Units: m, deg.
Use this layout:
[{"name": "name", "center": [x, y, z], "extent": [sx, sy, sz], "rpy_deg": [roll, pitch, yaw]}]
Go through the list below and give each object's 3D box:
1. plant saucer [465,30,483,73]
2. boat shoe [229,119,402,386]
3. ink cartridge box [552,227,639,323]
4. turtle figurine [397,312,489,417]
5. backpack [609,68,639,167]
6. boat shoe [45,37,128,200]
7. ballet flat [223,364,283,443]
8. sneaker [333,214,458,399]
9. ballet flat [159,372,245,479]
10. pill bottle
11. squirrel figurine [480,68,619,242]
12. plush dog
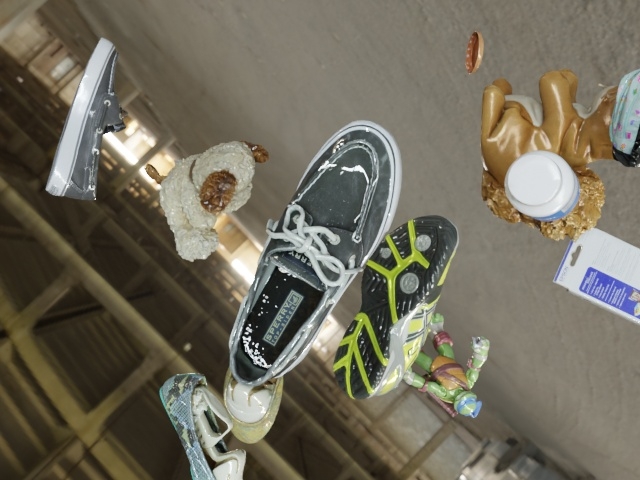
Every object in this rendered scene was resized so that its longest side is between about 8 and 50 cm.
[{"name": "plant saucer", "center": [0.312, -0.379, 1.439], "extent": [0.013, 0.083, 0.083], "rpy_deg": [4, 178, -5]}, {"name": "boat shoe", "center": [-0.013, 0.014, 0.748], "extent": [0.113, 0.306, 0.105], "rpy_deg": [34, -171, 7]}, {"name": "ink cartridge box", "center": [0.721, 0.092, 1.718], "extent": [0.333, 0.165, 0.065], "rpy_deg": [26, 178, -7]}, {"name": "turtle figurine", "center": [0.268, 0.249, 1.621], "extent": [0.275, 0.198, 0.266], "rpy_deg": [39, -171, -32]}, {"name": "backpack", "center": [0.646, -0.246, 1.405], "extent": [0.115, 0.152, 0.181], "rpy_deg": [39, 136, 52]}, {"name": "boat shoe", "center": [-0.303, -0.161, 0.972], "extent": [0.076, 0.228, 0.080], "rpy_deg": [19, 162, -24]}, {"name": "ballet flat", "center": [-0.122, 0.242, 1.359], "extent": [0.123, 0.348, 0.123], "rpy_deg": [17, -168, -4]}, {"name": "sneaker", "center": [0.156, 0.125, 1.378], "extent": [0.145, 0.384, 0.147], "rpy_deg": [36, -164, 35]}, {"name": "ballet flat", "center": [-0.124, 0.240, 0.826], "extent": [0.188, 0.070, 0.070], "rpy_deg": [65, 174, -2]}, {"name": "pill bottle", "center": [0.416, -0.103, 1.345], "extent": [0.124, 0.124, 0.221], "rpy_deg": [43, -165, 21]}, {"name": "squirrel figurine", "center": [0.571, -0.201, 1.671], "extent": [0.371, 0.396, 0.281], "rpy_deg": [4, -171, 17]}, {"name": "plush dog", "center": [-0.219, -0.122, 1.439], "extent": [0.225, 0.262, 0.210], "rpy_deg": [-28, 114, 37]}]
